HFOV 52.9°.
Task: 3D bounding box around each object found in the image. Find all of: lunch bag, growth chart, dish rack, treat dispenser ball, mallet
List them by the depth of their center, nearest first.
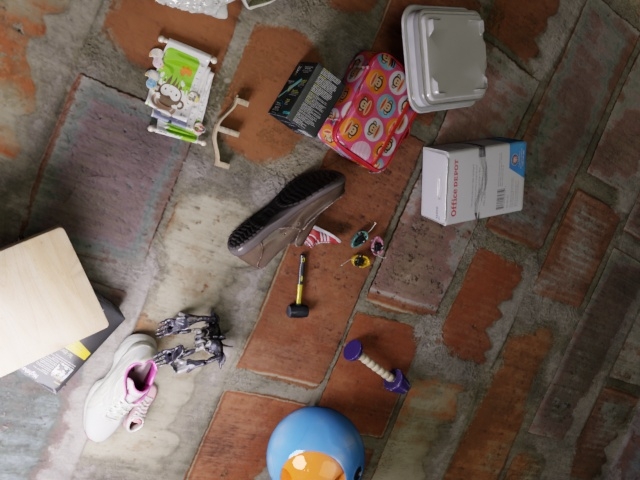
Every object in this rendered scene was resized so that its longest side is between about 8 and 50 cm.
[{"bbox_3d":[-0.339,-0.358,1.550,0.172,0.021,0.237,6,102,-29],"label":"growth chart"},{"bbox_3d":[0.152,-0.343,1.771,0.258,0.120,0.293,30,88,-37],"label":"lunch bag"},{"bbox_3d":[0.364,-0.510,1.788,0.333,0.072,0.285,-17,104,-42],"label":"dish rack"},{"bbox_3d":[-0.067,0.133,1.848,0.062,0.039,0.189,-7,104,-24],"label":"mallet"},{"bbox_3d":[-0.013,0.632,1.883,0.288,0.288,0.288,-9,110,-26],"label":"treat dispenser ball"}]

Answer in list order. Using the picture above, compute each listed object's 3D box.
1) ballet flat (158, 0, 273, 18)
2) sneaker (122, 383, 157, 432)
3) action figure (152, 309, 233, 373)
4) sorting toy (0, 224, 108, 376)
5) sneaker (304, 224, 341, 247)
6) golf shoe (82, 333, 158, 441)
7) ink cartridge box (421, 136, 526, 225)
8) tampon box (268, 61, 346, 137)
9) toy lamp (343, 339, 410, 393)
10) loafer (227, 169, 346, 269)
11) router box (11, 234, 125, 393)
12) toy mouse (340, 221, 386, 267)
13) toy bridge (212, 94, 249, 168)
[{"bbox_3d":[-0.195,-0.590,1.497,0.409,0.147,0.146,-25,116,-19],"label":"ballet flat"},{"bbox_3d":[-0.473,0.448,1.703,0.051,0.070,0.134,39,84,-30],"label":"sneaker"},{"bbox_3d":[-0.337,0.261,1.676,0.276,0.141,0.163,28,54,-69],"label":"action figure"},{"bbox_3d":[-0.639,0.123,1.401,0.256,0.089,0.257,-26,115,-20],"label":"sorting toy"},{"bbox_3d":[0.000,0.000,1.834,0.119,0.042,0.067,26,88,-25],"label":"sneaker"},{"bbox_3d":[-0.505,0.389,1.627,0.115,0.140,0.306,25,94,-34],"label":"golf shoe"},{"bbox_3d":[0.470,-0.189,1.979,0.308,0.129,0.223,-11,111,-26],"label":"ink cartridge box"},{"bbox_3d":[-0.034,-0.363,1.654,0.101,0.120,0.161,32,89,-32],"label":"tampon box"},{"bbox_3d":[0.187,0.410,2.045,0.275,0.080,0.080,39,86,-33],"label":"toy lamp"},{"bbox_3d":[-0.077,-0.057,1.736,0.366,0.134,0.130,-36,124,-3],"label":"loafer"},{"bbox_3d":[-0.660,0.177,1.508,0.243,0.081,0.309,-48,121,-8],"label":"router box"},{"bbox_3d":[0.138,0.010,1.919,0.161,0.031,0.143,7,103,-30],"label":"toy mouse"},{"bbox_3d":[-0.237,-0.278,1.627,0.063,0.026,0.188,14,98,-30],"label":"toy bridge"}]
